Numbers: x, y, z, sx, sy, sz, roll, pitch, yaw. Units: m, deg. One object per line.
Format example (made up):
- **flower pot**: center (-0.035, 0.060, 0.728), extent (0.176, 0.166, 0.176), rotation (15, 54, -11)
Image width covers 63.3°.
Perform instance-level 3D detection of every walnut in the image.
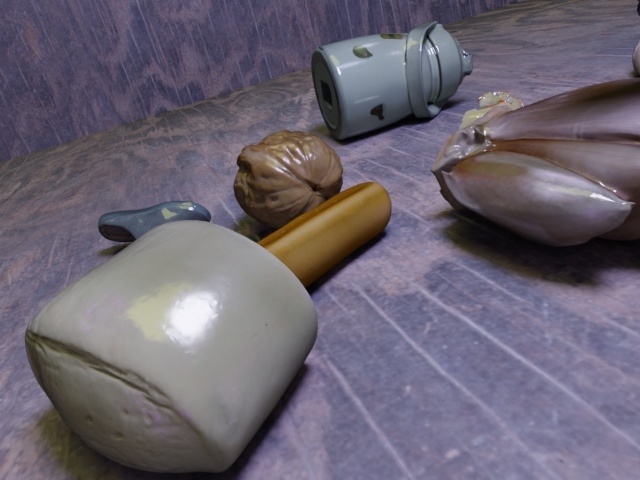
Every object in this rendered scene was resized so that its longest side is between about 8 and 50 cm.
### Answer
- **walnut**: center (-0.054, -0.094, 0.792), extent (0.155, 0.155, 0.184), rotation (-29, 26, -27)

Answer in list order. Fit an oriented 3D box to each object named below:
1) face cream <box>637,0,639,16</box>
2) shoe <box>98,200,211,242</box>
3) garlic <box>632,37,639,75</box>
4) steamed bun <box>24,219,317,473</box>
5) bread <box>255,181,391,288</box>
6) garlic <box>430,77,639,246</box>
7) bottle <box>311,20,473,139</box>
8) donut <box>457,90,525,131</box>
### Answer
- **face cream**: center (0.414, -0.185, 0.506), extent (0.086, 0.385, 0.135), rotation (-43, 9, 32)
- **shoe**: center (-0.279, -0.012, 0.863), extent (0.195, 0.079, 0.078), rotation (-3, 62, 8)
- **garlic**: center (0.697, -0.391, 0.942), extent (0.203, 0.185, 0.281), rotation (-38, 30, -9)
- **steamed bun**: center (-0.141, 0.081, 0.464), extent (0.250, 0.155, 0.200), rotation (0, 29, 37)
- **bread**: center (0.000, 0.000, 0.649), extent (0.239, 0.074, 0.092), rotation (-33, 14, -37)
- **garlic**: center (0.296, -0.091, 0.587), extent (0.279, 0.132, 0.325), rotation (-40, 32, -18)
- **bottle**: center (0.176, -0.366, 1.172), extent (0.351, 0.229, 0.229), rotation (-16, 24, -10)
- **donut**: center (0.319, -0.226, 0.947), extent (0.108, 0.065, 0.166), rotation (6, 32, 37)
